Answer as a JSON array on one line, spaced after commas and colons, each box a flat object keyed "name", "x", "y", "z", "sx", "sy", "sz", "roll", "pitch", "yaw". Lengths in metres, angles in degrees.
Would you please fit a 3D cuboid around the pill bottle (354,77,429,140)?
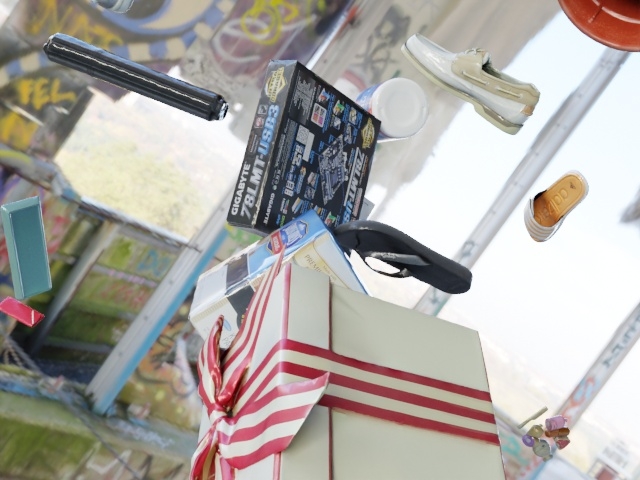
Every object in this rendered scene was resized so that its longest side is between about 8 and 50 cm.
[{"name": "pill bottle", "x": 0.136, "y": -0.275, "z": 1.531, "sx": 0.124, "sy": 0.124, "sz": 0.221, "roll": 35, "pitch": -5, "yaw": -14}]

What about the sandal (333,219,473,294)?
[{"name": "sandal", "x": 0.140, "y": 0.035, "z": 1.199, "sx": 0.254, "sy": 0.055, "sz": 0.097, "roll": 23, "pitch": -28, "yaw": -5}]

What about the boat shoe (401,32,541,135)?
[{"name": "boat shoe", "x": 0.311, "y": -0.345, "z": 1.459, "sx": 0.302, "sy": 0.103, "sz": 0.113, "roll": 36, "pitch": 34, "yaw": 5}]

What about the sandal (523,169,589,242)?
[{"name": "sandal", "x": 0.536, "y": -0.078, "z": 1.693, "sx": 0.102, "sy": 0.076, "sz": 0.265, "roll": 60, "pitch": -23, "yaw": 21}]

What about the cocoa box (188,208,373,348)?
[{"name": "cocoa box", "x": -0.006, "y": 0.162, "z": 1.087, "sx": 0.347, "sy": 0.227, "sz": 0.231, "roll": 58, "pitch": 1, "yaw": -12}]

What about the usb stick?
[{"name": "usb stick", "x": -0.272, "y": -0.241, "z": 1.060, "sx": 0.277, "sy": 0.045, "sz": 0.077, "roll": 21, "pitch": 5, "yaw": 1}]

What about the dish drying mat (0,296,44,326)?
[{"name": "dish drying mat", "x": -0.531, "y": 0.126, "z": 1.259, "sx": 0.083, "sy": 0.032, "sz": 0.008, "roll": 24, "pitch": -41, "yaw": 16}]

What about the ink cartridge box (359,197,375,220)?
[{"name": "ink cartridge box", "x": 0.000, "y": 0.000, "z": 1.570, "sx": 0.100, "sy": 0.237, "sz": 0.172, "roll": 34, "pitch": -10, "yaw": -10}]

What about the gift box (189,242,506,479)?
[{"name": "gift box", "x": 0.011, "y": 0.175, "z": 0.681, "sx": 0.258, "sy": 0.276, "sz": 0.255, "roll": 18, "pitch": 39, "yaw": -18}]

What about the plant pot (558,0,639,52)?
[{"name": "plant pot", "x": 0.609, "y": -0.535, "z": 1.290, "sx": 0.272, "sy": 0.265, "sz": 0.272, "roll": 30, "pitch": -23, "yaw": 14}]

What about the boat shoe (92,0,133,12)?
[{"name": "boat shoe", "x": -0.327, "y": -0.392, "z": 0.901, "sx": 0.103, "sy": 0.118, "sz": 0.320, "roll": -8, "pitch": 48, "yaw": -44}]

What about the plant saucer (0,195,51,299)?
[{"name": "plant saucer", "x": -0.505, "y": 0.018, "z": 1.234, "sx": 0.067, "sy": 0.192, "sz": 0.018, "roll": -23, "pitch": 41, "yaw": -39}]

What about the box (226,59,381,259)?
[{"name": "box", "x": -0.016, "y": -0.131, "z": 1.290, "sx": 0.073, "sy": 0.296, "sz": 0.293, "roll": 10, "pitch": -6, "yaw": 36}]

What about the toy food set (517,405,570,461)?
[{"name": "toy food set", "x": 0.363, "y": 0.310, "z": 1.124, "sx": 0.122, "sy": 0.078, "sz": 0.019, "roll": 44, "pitch": 12, "yaw": -36}]
